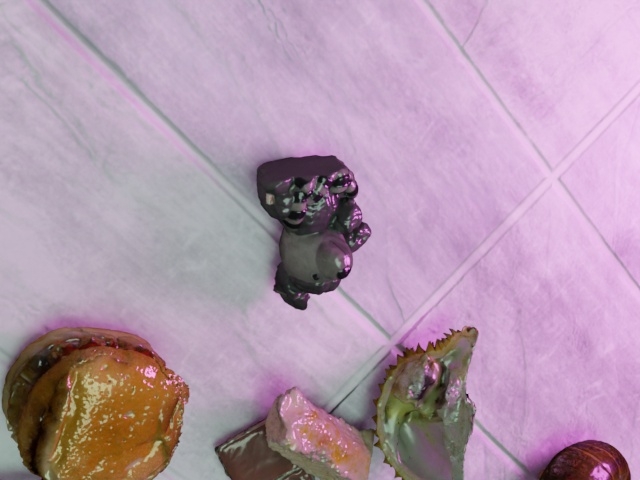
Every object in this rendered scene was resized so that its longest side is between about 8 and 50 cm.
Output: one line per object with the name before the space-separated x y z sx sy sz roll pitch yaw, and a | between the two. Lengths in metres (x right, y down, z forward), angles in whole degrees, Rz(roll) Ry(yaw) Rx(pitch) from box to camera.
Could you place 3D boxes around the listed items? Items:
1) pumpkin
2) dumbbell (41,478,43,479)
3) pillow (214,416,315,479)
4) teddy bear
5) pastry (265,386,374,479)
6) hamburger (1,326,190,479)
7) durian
pumpkin | 0.493 0.491 1.743 0.219 0.162 0.219 -21 120 -41
dumbbell | -0.463 0.375 1.316 0.191 0.100 0.100 -1 110 -24
pillow | -0.080 0.403 1.523 0.126 0.043 0.233 -32 116 -13
teddy bear | 0.007 -0.017 1.345 0.171 0.144 0.251 -32 123 -25
pastry | -0.003 0.330 1.474 0.089 0.122 0.258 -25 139 30
hamburger | -0.322 0.237 1.293 0.244 0.163 0.244 -10 110 -28
durian | 0.188 0.286 1.524 0.172 0.166 0.306 10 91 -30
